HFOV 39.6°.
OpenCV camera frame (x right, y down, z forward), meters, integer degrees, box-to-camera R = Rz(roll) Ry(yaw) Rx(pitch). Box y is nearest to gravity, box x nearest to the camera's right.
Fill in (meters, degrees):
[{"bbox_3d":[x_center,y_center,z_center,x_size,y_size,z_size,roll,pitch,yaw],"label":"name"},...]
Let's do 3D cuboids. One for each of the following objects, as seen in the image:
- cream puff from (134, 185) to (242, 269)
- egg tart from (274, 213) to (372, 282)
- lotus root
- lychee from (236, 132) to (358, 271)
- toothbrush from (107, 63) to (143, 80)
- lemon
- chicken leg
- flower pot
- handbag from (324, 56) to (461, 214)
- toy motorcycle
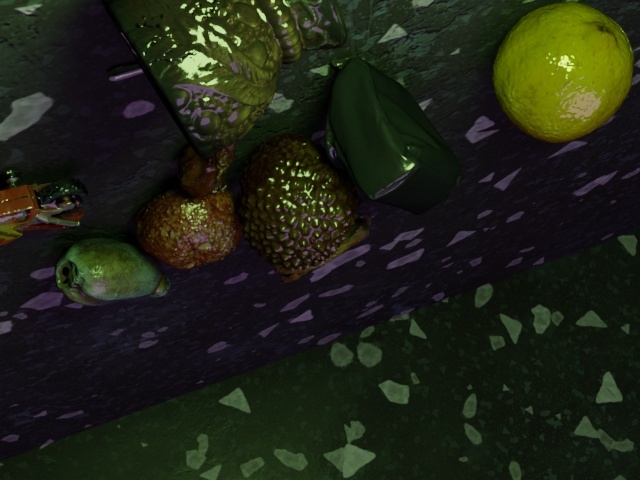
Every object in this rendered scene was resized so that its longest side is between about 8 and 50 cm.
[{"bbox_3d":[-0.265,-0.026,1.870,0.240,0.164,0.240,-27,163,-9],"label":"cream puff"},{"bbox_3d":[0.000,0.000,2.311,0.297,0.132,0.297,-27,176,-2],"label":"egg tart"},{"bbox_3d":[-0.437,0.065,1.936,0.158,0.140,0.322,-14,172,26],"label":"lotus root"},{"bbox_3d":[-0.055,-0.071,1.793,0.267,0.267,0.267,-21,160,-8],"label":"lychee"},{"bbox_3d":[-0.212,-0.300,1.418,0.263,0.022,0.026,-19,148,-15],"label":"toothbrush"},{"bbox_3d":[0.479,-0.334,1.769,0.293,0.293,0.293,-21,160,-8],"label":"lemon"},{"bbox_3d":[-0.183,-0.196,1.646,0.113,0.093,0.304,-30,161,-45],"label":"chicken leg"},{"bbox_3d":[-0.123,-0.291,1.233,0.267,0.266,0.266,-33,161,-6],"label":"flower pot"},{"bbox_3d":[0.115,-0.190,1.719,0.178,0.275,0.302,-39,162,19],"label":"handbag"},{"bbox_3d":[-0.562,-0.044,1.575,0.298,0.089,0.171,-16,160,-25],"label":"toy motorcycle"}]
